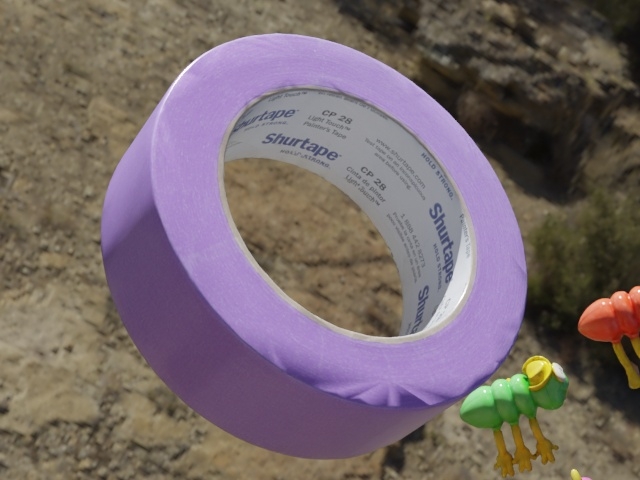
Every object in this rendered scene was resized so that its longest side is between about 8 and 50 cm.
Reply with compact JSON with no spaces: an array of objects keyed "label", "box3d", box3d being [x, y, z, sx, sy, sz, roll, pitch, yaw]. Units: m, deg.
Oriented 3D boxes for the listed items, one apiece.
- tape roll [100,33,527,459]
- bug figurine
[{"label":"tape roll","box3d":[0.000,0.000,0.786,0.275,0.090,0.274,17,52,-23]},{"label":"bug figurine","box3d":[0.213,0.139,0.876,0.072,0.216,0.279,52,19,-38]}]
